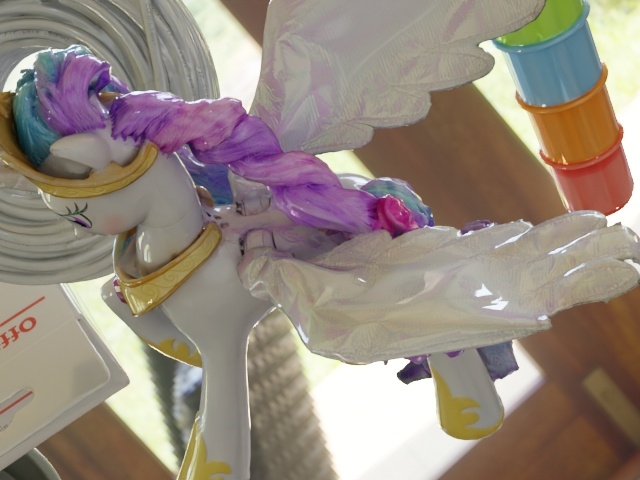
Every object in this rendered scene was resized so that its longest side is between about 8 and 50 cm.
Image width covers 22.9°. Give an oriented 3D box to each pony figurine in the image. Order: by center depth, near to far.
[{"bbox_3d":[0.000,0.000,0.916,0.351,0.363,0.303,-15,52,8],"label":"pony figurine"}]

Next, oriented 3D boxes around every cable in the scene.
[{"bbox_3d":[-0.202,-0.096,1.174,0.257,0.257,0.089,-20,6,11],"label":"cable"}]

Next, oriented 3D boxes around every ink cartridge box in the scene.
[{"bbox_3d":[-0.313,0.088,1.406,0.207,0.119,0.353,-34,50,-6],"label":"ink cartridge box"}]

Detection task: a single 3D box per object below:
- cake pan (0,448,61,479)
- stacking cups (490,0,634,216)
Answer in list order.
[{"bbox_3d":[-0.383,0.303,1.524,0.293,0.293,0.054,-49,-18,-34],"label":"cake pan"},{"bbox_3d":[0.185,-0.149,1.276,0.096,0.316,0.096,-18,32,12],"label":"stacking cups"}]
